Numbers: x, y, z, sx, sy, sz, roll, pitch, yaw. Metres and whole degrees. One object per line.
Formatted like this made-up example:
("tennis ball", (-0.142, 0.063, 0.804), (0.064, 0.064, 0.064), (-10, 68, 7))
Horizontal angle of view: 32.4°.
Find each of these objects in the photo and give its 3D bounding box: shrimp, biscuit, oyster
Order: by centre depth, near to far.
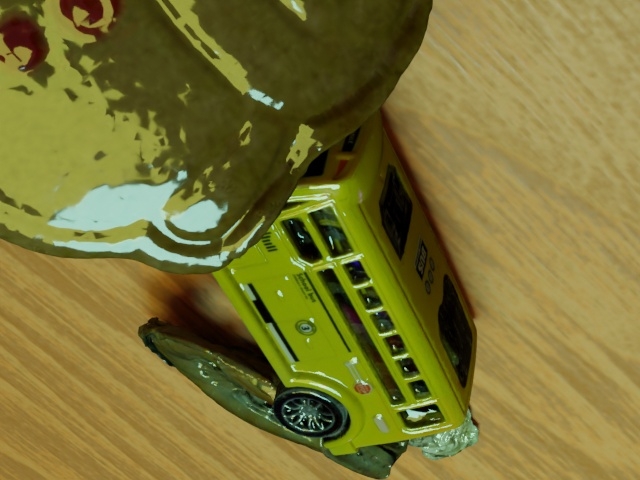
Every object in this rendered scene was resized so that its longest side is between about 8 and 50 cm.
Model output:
("biscuit", (-0.085, -0.169, 0.605), (0.381, 0.074, 0.359), (-31, 111, 5))
("shrimp", (-0.048, 0.125, 0.947), (0.253, 0.058, 0.173), (21, 163, 23))
("oyster", (0.099, 0.160, 0.975), (0.100, 0.037, 0.098), (37, 133, -13))

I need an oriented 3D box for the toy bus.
("toy bus", (0.000, 0.000, 0.800), (0.151, 0.145, 0.331), (-10, 128, 24))
